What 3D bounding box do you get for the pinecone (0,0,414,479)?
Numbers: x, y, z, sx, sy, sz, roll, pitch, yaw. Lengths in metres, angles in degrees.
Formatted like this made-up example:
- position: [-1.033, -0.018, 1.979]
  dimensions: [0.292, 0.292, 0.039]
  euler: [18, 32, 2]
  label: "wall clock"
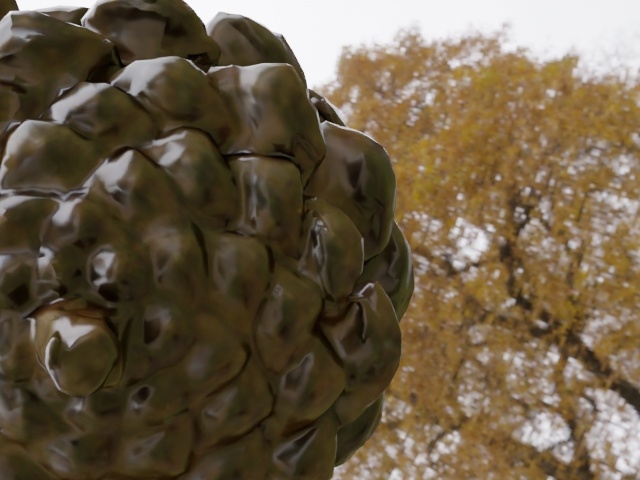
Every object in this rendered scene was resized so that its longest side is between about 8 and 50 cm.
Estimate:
- position: [-0.093, 0.028, 0.447]
  dimensions: [0.244, 0.257, 0.243]
  euler: [7, -111, -19]
  label: "pinecone"
